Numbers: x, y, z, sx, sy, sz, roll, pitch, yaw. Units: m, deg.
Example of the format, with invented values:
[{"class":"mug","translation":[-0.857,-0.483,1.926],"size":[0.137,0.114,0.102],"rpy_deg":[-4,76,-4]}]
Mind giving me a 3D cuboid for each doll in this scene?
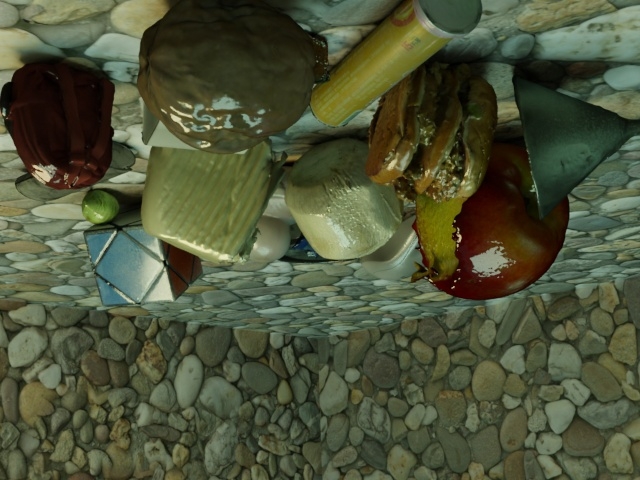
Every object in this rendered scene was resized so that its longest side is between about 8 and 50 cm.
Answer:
[{"class":"doll","translation":[-0.104,-0.055,2.263],"size":[0.251,0.221,0.221],"rpy_deg":[-9,164,24]}]

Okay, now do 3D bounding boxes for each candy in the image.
[{"class":"candy","translation":[0.021,-0.030,2.422],"size":[0.187,0.077,0.331],"rpy_deg":[-46,173,5]}]

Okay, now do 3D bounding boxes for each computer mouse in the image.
[{"class":"computer mouse","translation":[0.244,0.026,2.663],"size":[0.297,0.121,0.184],"rpy_deg":[-30,155,31]}]

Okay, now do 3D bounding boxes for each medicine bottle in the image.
[{"class":"medicine bottle","translation":[0.101,-0.294,1.590],"size":[0.108,0.108,0.426],"rpy_deg":[5,165,-23]}]

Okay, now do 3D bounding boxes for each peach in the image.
[{"class":"peach","translation":[0.372,-0.040,2.134],"size":[0.310,0.335,0.406],"rpy_deg":[2,158,-12]}]

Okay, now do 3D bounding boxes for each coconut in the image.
[{"class":"coconut","translation":[0.062,-0.078,2.088],"size":[0.245,0.245,0.247],"rpy_deg":[-12,129,32]},{"class":"coconut","translation":[-0.534,-0.080,2.363],"size":[0.088,0.088,0.096],"rpy_deg":[-11,168,30]}]

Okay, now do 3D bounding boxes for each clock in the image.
[{"class":"clock","translation":[0.000,0.001,2.767],"size":[0.319,0.066,0.319],"rpy_deg":[-1,165,0]}]

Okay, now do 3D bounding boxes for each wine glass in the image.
[{"class":"wine glass","translation":[0.560,-0.202,1.733],"size":[0.406,0.267,0.267],"rpy_deg":[-11,163,16]}]

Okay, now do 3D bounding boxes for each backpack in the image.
[{"class":"backpack","translation":[-0.442,-0.191,1.690],"size":[0.139,0.229,0.229],"rpy_deg":[-13,162,26]}]

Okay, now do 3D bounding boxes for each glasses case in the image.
[{"class":"glasses case","translation":[-0.539,-0.149,2.139],"size":[0.299,0.060,0.114],"rpy_deg":[-15,160,40]}]

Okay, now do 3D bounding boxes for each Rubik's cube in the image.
[{"class":"Rubik's cube","translation":[-0.434,0.033,2.429],"size":[0.205,0.205,0.207],"rpy_deg":[-6,-162,16]}]

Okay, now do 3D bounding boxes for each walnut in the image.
[{"class":"walnut","translation":[-0.139,-0.254,1.478],"size":[0.273,0.227,0.273],"rpy_deg":[-7,166,-2]}]

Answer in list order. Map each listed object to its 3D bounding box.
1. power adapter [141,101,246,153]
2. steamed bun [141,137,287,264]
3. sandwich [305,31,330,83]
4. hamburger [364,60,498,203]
[{"class":"power adapter","translation":[-0.178,-0.233,1.745],"size":[0.255,0.124,0.187],"rpy_deg":[4,165,-20]},{"class":"steamed bun","translation":[-0.214,-0.098,1.970],"size":[0.273,0.290,0.272],"rpy_deg":[16,171,1]},{"class":"sandwich","translation":[-0.017,-0.302,1.625],"size":[0.069,0.026,0.101],"rpy_deg":[-19,126,-16]},{"class":"hamburger","translation":[0.205,-0.202,1.748],"size":[0.211,0.260,0.245],"rpy_deg":[15,119,-6]}]
